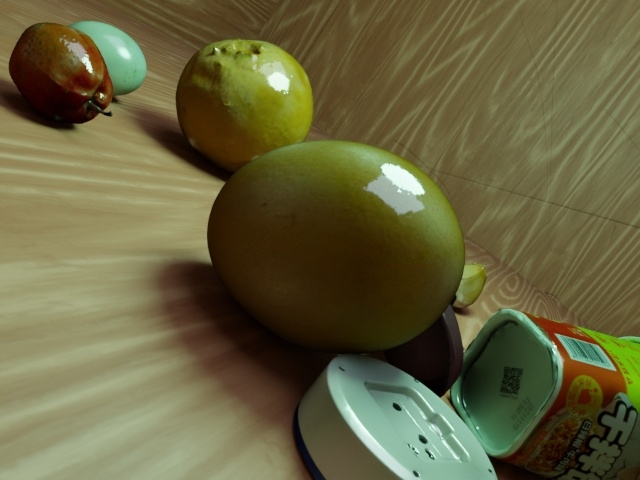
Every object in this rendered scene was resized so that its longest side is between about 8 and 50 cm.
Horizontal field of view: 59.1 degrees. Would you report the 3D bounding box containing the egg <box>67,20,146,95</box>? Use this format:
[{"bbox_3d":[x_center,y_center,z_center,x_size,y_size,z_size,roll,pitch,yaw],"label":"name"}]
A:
[{"bbox_3d":[-0.486,-0.406,1.261,0.192,0.149,0.149,27,17,-28],"label":"egg"}]

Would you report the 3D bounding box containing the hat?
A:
[{"bbox_3d":[0.140,0.145,0.872,0.089,0.205,0.205,-11,31,-14],"label":"hat"}]

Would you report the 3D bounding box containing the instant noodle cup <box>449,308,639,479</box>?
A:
[{"bbox_3d":[0.400,0.258,0.902,0.308,0.293,0.294,22,18,-19],"label":"instant noodle cup"}]

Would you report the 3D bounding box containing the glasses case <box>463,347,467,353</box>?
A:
[{"bbox_3d":[0.209,0.188,1.075,0.195,0.049,0.073,33,15,-3],"label":"glasses case"}]

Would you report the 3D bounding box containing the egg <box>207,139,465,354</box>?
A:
[{"bbox_3d":[0.015,0.007,0.761,0.352,0.282,0.283,11,8,17],"label":"egg"}]

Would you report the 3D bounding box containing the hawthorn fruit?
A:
[{"bbox_3d":[-0.426,-0.270,0.964,0.194,0.157,0.157,44,16,10],"label":"hawthorn fruit"}]

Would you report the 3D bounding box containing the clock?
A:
[{"bbox_3d":[0.086,0.228,0.632,0.231,0.083,0.230,34,15,-10],"label":"clock"}]

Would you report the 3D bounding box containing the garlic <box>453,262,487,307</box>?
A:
[{"bbox_3d":[0.359,0.123,1.499,0.207,0.128,0.115,0,78,-55],"label":"garlic"}]

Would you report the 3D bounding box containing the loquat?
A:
[{"bbox_3d":[-0.174,-0.310,1.317,0.329,0.328,0.328,32,15,-10],"label":"loquat"}]

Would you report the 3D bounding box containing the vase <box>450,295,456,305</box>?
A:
[{"bbox_3d":[0.251,0.095,1.440,0.211,0.059,0.060,43,17,31],"label":"vase"}]
